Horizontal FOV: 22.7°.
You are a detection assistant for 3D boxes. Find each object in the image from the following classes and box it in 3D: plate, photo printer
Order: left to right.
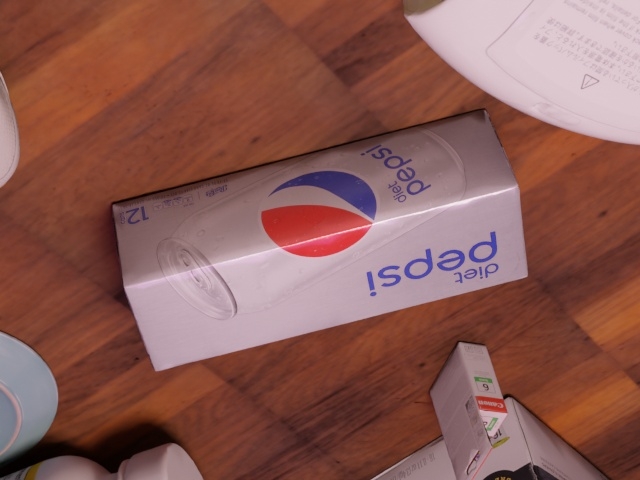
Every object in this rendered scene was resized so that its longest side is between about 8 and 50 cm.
[{"bbox_3d":[-0.300,0.136,1.256,0.188,0.024,0.188,-8,134,-8],"label":"plate"},{"bbox_3d":[0.216,-0.200,1.011,0.256,0.107,0.307,21,125,-31],"label":"photo printer"}]

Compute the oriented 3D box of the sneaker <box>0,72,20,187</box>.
[{"bbox_3d":[-0.246,-0.107,0.956,0.099,0.121,0.262,-34,137,-9],"label":"sneaker"}]

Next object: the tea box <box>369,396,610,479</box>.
[{"bbox_3d":[0.206,0.377,1.409,0.220,0.323,0.329,-35,131,18],"label":"tea box"}]

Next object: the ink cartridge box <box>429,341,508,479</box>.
[{"bbox_3d":[0.126,0.146,1.312,0.029,0.115,0.063,9,130,-22],"label":"ink cartridge box"}]

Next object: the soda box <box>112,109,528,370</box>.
[{"bbox_3d":[0.000,0.000,1.157,0.286,0.091,0.098,-14,134,-2],"label":"soda box"}]

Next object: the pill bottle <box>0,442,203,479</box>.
[{"bbox_3d":[-0.248,0.288,1.300,0.334,0.188,0.188,-21,134,7],"label":"pill bottle"}]
